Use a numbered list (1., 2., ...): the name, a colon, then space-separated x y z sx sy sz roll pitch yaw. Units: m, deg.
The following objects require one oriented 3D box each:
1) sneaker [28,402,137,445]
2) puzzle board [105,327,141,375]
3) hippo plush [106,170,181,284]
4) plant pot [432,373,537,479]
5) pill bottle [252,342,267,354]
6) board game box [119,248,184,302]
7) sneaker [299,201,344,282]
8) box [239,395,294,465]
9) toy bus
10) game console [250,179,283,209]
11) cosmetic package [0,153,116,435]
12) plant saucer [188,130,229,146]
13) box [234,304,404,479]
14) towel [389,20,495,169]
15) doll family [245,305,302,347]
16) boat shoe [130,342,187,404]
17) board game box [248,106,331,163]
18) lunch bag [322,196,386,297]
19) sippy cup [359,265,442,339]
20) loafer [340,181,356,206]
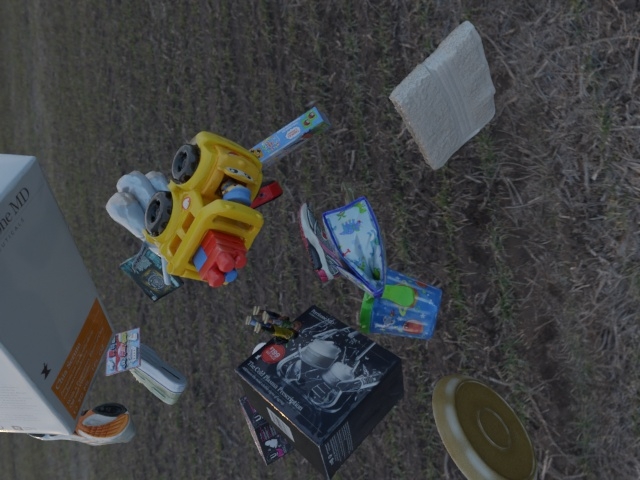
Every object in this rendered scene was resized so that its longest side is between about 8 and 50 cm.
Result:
1. sneaker: -0.555 0.432 1.003 0.263 0.099 0.121 5 138 9
2. puzzle board: -0.570 0.319 1.250 0.011 0.097 0.128 80 172 -51
3. hippo plush: -0.379 -0.079 1.109 0.237 0.234 0.293 -17 58 27
4. plant pot: 0.306 0.345 0.783 0.032 0.237 0.236 -51 58 32
5. pill bottle: -0.189 0.567 2.086 0.162 0.283 0.161 -10 71 32
6. board game box: -0.581 0.118 1.500 0.186 0.126 0.026 61 178 -34
7. sneaker: 0.000 0.000 1.466 0.120 0.112 0.298 87 164 -64
8. box: -0.204 0.711 1.679 0.163 0.142 0.247 41 146 49
9. toy bus: -0.165 -0.032 0.696 0.220 0.150 0.211 -57 44 14
10. game console: -0.342 -0.103 1.459 0.342 0.387 0.060 5 120 62
11. cosmetic package: -0.500 0.109 0.694 0.229 0.162 0.452 -88 3 -45
12. plant saucer: -0.192 -0.148 0.750 0.015 0.084 0.083 -112 27 -79
13. box: 0.000 0.394 1.199 0.343 0.313 0.178 25 139 39
14. towel: 0.256 -0.267 0.862 0.187 0.282 0.049 -44 56 9
15. doll family: -0.107 0.205 1.041 0.193 0.112 0.075 14 87 67
16. boat shoe: -0.589 0.442 1.467 0.303 0.109 0.094 29 94 20
17. board game box: -0.082 -0.210 0.937 0.212 0.160 0.039 -29 97 12
18. lunch bag: 0.068 0.024 0.722 0.097 0.129 0.151 -25 76 4
19. sippy cup: 0.263 0.209 1.381 0.224 0.305 0.239 14 110 16
20. loafer: 0.117 -0.177 1.683 0.056 0.050 0.147 99 162 -52
